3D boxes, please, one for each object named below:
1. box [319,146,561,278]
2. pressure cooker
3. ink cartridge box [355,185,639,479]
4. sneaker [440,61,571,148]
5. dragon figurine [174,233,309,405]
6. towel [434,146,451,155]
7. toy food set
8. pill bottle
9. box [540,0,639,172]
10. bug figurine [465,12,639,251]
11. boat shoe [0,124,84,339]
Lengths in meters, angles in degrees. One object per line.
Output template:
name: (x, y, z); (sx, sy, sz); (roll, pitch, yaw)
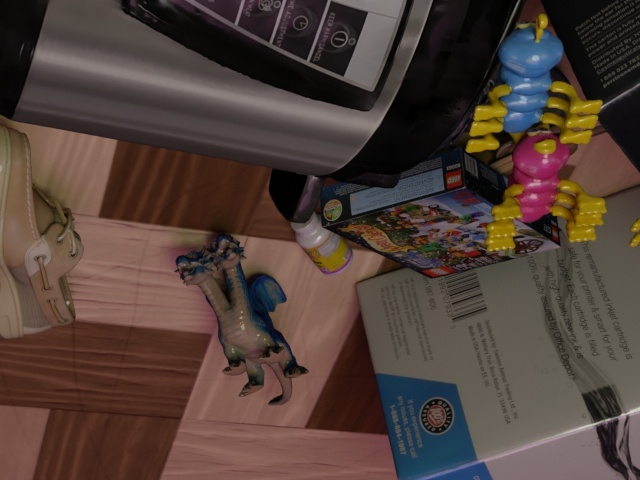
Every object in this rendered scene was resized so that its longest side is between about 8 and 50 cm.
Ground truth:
box: (0.127, -0.022, 1.283); (0.159, 0.044, 0.233); (-16, 157, 30)
pressure cooker: (-0.033, -0.240, 0.919); (0.421, 0.375, 0.370); (10, 152, -20)
ink cartridge box: (0.267, 0.132, 1.393); (0.395, 0.285, 0.166); (-19, 136, 9)
sneaker: (0.122, -0.132, 1.196); (0.300, 0.121, 0.111); (1, 126, -26)
dragon figurine: (-0.079, 0.094, 1.431); (0.085, 0.144, 0.289); (-21, 154, 8)
towel: (0.088, -0.085, 1.331); (0.102, 0.021, 0.237); (-21, 134, 9)
toy food set: (0.204, -0.090, 1.288); (0.132, 0.038, 0.192); (-17, 171, -26)
pill bottle: (0.000, 0.000, 1.382); (0.043, 0.043, 0.083); (-26, 133, 15)
box: (0.347, -0.156, 1.104); (0.179, 0.312, 0.343); (-32, 131, 21)
bug figurine: (0.222, -0.080, 0.886); (0.279, 0.072, 0.216); (-3, 141, -12)
boat shoe: (-0.295, -0.006, 1.281); (0.098, 0.109, 0.302); (-5, 141, -14)
